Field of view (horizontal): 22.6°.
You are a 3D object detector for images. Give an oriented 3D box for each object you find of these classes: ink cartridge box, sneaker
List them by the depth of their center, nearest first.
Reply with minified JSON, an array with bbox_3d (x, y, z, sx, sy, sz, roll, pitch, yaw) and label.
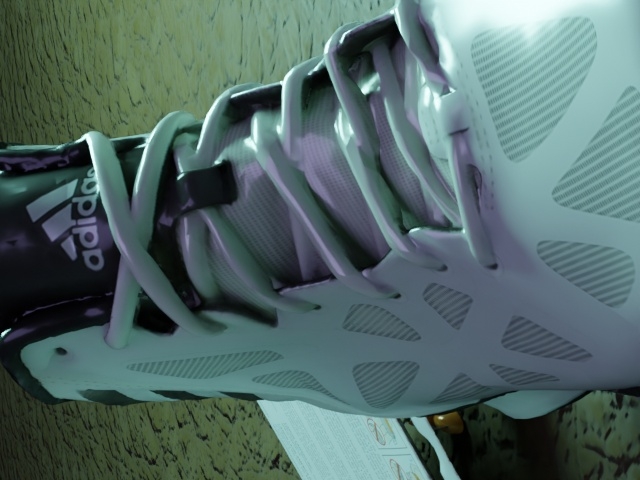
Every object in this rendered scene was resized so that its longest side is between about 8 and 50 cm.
[{"bbox_3d":[0.000,0.001,0.576,0.447,0.258,0.169,120,143,-73],"label":"sneaker"},{"bbox_3d":[0.039,0.112,0.920,0.181,0.056,0.225,61,155,-3],"label":"ink cartridge box"}]

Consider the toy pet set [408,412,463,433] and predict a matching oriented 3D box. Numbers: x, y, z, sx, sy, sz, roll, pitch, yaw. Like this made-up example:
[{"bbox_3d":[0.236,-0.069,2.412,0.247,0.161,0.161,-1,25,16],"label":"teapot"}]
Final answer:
[{"bbox_3d":[0.054,0.062,0.929,0.114,0.065,0.122,-153,58,-65],"label":"toy pet set"}]
